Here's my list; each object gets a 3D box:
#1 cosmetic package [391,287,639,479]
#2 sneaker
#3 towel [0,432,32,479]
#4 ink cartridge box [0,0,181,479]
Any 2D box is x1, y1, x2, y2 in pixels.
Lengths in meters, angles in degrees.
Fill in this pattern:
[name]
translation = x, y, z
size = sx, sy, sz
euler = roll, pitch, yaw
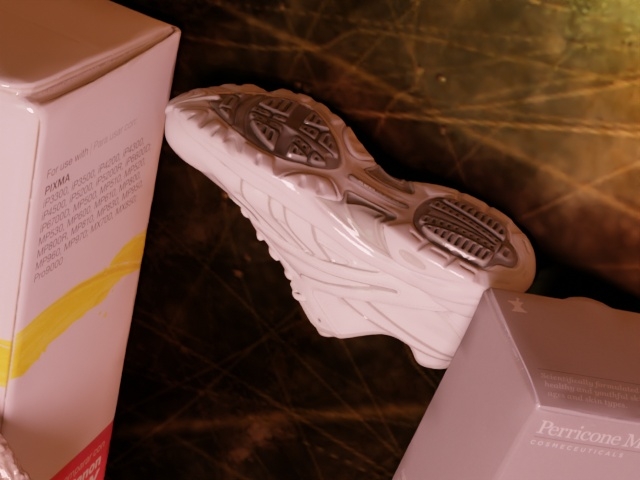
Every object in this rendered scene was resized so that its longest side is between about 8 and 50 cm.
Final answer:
[cosmetic package]
translation = 0.112, 0.150, 0.974
size = 0.127, 0.107, 0.238
euler = 8, 128, -20
[sneaker]
translation = 0.000, 0.000, 1.008
size = 0.232, 0.090, 0.115
euler = 33, 127, 13
[towel]
translation = -0.275, 0.104, 1.033
size = 0.187, 0.049, 0.282
euler = -24, 100, 33
[ink cartridge box]
translation = -0.265, 0.009, 1.109
size = 0.279, 0.160, 0.385
euler = 24, 122, 17
